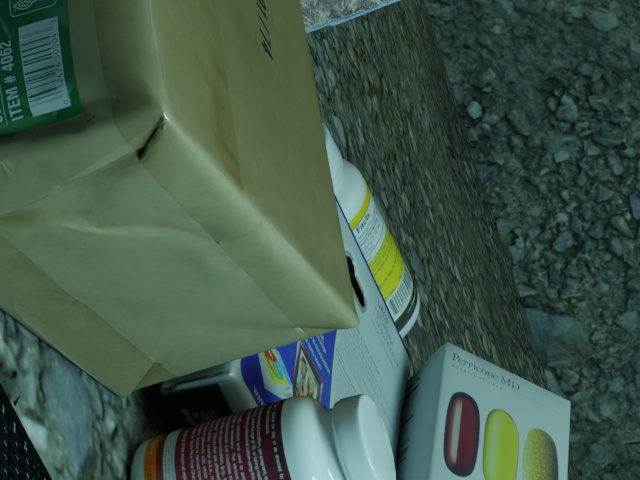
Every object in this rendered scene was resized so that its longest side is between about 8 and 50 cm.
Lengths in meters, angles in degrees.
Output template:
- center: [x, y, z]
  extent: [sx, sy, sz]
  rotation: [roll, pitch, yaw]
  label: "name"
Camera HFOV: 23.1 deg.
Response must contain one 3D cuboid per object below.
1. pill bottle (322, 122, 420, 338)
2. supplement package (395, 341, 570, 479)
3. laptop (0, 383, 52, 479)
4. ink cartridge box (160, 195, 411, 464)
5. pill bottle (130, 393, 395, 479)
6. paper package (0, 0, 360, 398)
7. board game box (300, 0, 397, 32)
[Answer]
- center: [0.000, 0.000, 1.379]
  extent: [0.119, 0.119, 0.208]
  rotation: [-90, 158, -52]
  label: "pill bottle"
- center: [0.118, 0.234, 1.331]
  extent: [0.139, 0.134, 0.244]
  rotation: [26, 44, -14]
  label: "supplement package"
- center: [-0.079, 0.137, 0.740]
  extent: [0.234, 0.137, 0.264]
  rotation: [-117, -175, -65]
  label: "laptop"
- center: [-0.015, 0.104, 1.212]
  extent: [0.307, 0.072, 0.303]
  rotation: [-82, 153, -50]
  label: "ink cartridge box"
- center: [-0.035, 0.147, 0.980]
  extent: [0.086, 0.152, 0.086]
  rotation: [-18, 90, -76]
  label: "pill bottle"
- center: [-0.122, -0.113, 0.932]
  extent: [0.309, 0.168, 0.324]
  rotation: [49, 27, -58]
  label: "paper package"
- center: [-0.022, -0.272, 1.394]
  extent: [0.291, 0.232, 0.141]
  rotation: [-67, 137, -71]
  label: "board game box"
